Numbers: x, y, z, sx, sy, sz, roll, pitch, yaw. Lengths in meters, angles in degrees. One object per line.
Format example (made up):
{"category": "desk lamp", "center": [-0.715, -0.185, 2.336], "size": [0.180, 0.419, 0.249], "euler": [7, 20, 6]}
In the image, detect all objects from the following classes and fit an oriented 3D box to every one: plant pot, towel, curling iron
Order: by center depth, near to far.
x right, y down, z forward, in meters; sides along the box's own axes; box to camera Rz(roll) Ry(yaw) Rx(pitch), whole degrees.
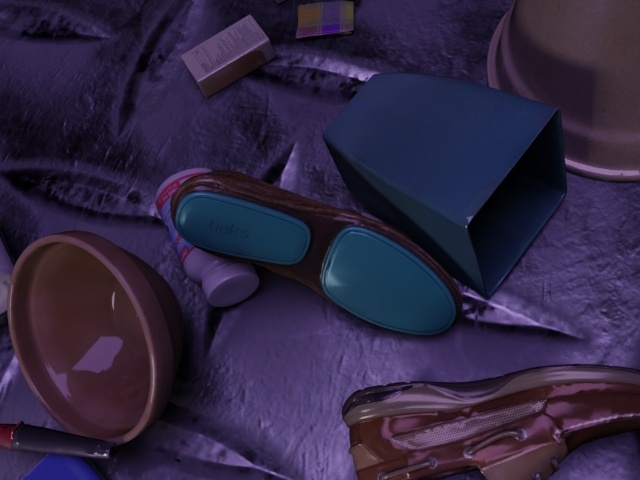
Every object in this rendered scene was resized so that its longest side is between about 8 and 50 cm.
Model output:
{"category": "plant pot", "center": [0.351, -0.285, 0.909], "size": [0.333, 0.305, 0.334], "euler": [-5, 63, 9]}
{"category": "plant pot", "center": [-0.233, 0.099, 0.929], "size": [0.237, 0.109, 0.238], "euler": [10, 108, 32]}
{"category": "curling iron", "center": [-0.339, 0.207, 0.933], "size": [0.273, 0.035, 0.068], "euler": [7, 64, 31]}
{"category": "plant pot", "center": [0.131, -0.086, 0.944], "size": [0.234, 0.165, 0.166], "euler": [32, 74, 32]}
{"category": "towel", "center": [0.006, -0.309, 1.160], "size": [0.083, 0.009, 0.060], "euler": [-4, 63, 9]}

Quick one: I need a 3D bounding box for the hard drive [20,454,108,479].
{"category": "hard drive", "center": [-0.244, 0.392, 0.854], "size": [0.318, 0.040, 0.210], "euler": [40, 78, 25]}

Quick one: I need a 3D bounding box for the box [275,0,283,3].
{"category": "box", "center": [-0.076, -0.450, 1.177], "size": [0.091, 0.130, 0.171], "euler": [-31, 63, -3]}

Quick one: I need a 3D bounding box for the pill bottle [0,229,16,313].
{"category": "pill bottle", "center": [-0.457, 0.006, 1.048], "size": [0.108, 0.108, 0.180], "euler": [-32, 62, -4]}

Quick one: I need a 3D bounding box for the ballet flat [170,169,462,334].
{"category": "ballet flat", "center": [0.000, 0.000, 0.939], "size": [0.342, 0.116, 0.124], "euler": [19, 25, -5]}

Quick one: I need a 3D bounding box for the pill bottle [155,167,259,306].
{"category": "pill bottle", "center": [-0.134, -0.003, 0.996], "size": [0.087, 0.087, 0.160], "euler": [-27, 62, -2]}

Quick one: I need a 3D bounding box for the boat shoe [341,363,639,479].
{"category": "boat shoe", "center": [0.183, 0.198, 0.825], "size": [0.323, 0.122, 0.120], "euler": [-10, 68, 16]}

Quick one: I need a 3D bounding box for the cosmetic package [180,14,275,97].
{"category": "cosmetic package", "center": [-0.127, -0.254, 1.142], "size": [0.115, 0.041, 0.060], "euler": [-31, 63, -4]}
